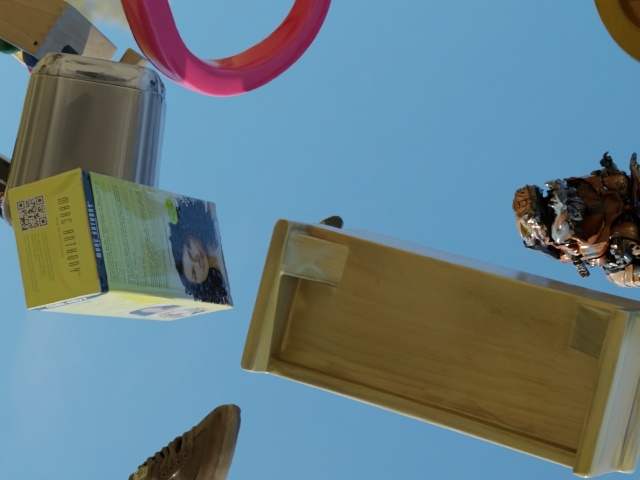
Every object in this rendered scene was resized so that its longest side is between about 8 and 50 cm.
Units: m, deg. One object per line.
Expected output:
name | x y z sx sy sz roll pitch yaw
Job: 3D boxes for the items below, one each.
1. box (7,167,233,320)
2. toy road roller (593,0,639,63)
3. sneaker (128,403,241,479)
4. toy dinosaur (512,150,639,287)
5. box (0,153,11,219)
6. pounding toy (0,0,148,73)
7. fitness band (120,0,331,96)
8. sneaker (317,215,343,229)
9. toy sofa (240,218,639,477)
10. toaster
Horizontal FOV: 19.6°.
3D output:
box | -0.134 0.008 1.299 0.058 0.232 0.087 -13 -97 18
toy road roller | 0.316 -0.301 1.900 0.202 0.240 0.330 -30 -157 -37
sneaker | -0.130 0.213 1.627 0.066 0.071 0.188 -89 -158 -58
toy dinosaur | 0.335 -0.021 1.882 0.218 0.322 0.164 -25 -100 38
box | -0.397 -0.068 2.309 0.073 0.293 0.295 -62 177 -2
pounding toy | -0.324 -0.240 2.446 0.206 0.181 0.094 29 -98 34
fitness band | -0.088 -0.264 1.611 0.209 0.290 0.054 -34 -141 -24
sneaker | 0.000 0.000 2.214 0.083 0.031 0.035 -51 178 23
toy sofa | 0.127 0.094 1.691 0.363 0.177 0.150 15 -87 25
toaster | -0.195 -0.072 1.555 0.227 0.129 0.146 153 -55 -84
